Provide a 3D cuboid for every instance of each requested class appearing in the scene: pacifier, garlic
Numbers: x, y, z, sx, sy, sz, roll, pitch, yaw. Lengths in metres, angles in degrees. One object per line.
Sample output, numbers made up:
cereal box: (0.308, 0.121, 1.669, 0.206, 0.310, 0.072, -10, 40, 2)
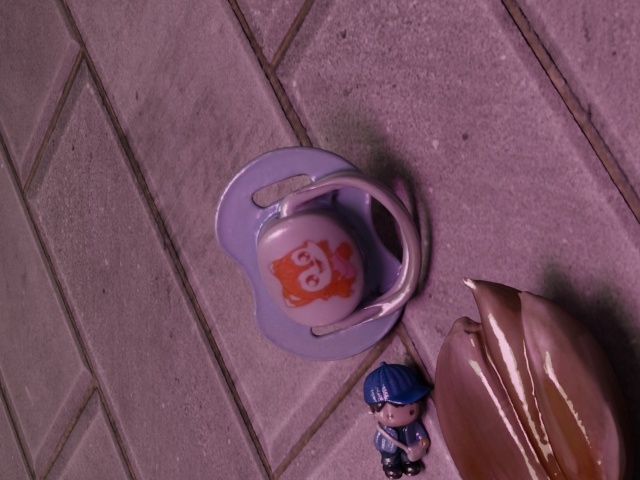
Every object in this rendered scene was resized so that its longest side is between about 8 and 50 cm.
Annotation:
pacifier: (0.000, 0.000, 1.872, 0.233, 0.244, 0.299, -104, -9, -71)
garlic: (0.237, 0.198, 1.573, 0.279, 0.132, 0.325, -43, 64, 50)

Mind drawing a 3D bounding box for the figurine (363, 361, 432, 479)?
figurine: (0.103, 0.232, 1.845, 0.087, 0.086, 0.149, -115, 18, -66)
